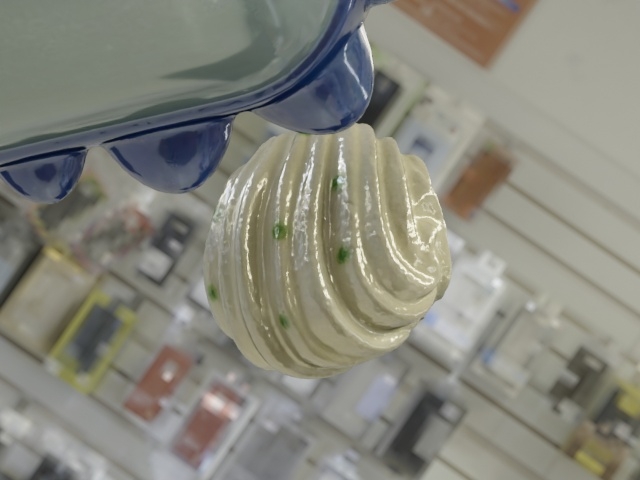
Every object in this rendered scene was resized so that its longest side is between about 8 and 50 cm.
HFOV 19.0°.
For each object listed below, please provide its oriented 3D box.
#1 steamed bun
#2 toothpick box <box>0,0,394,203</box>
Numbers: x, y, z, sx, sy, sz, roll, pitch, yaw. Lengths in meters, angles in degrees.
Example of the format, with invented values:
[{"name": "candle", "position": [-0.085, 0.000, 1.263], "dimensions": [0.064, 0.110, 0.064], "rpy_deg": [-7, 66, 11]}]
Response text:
[{"name": "steamed bun", "position": [0.000, 0.000, 1.282], "dimensions": [0.183, 0.183, 0.106], "rpy_deg": [34, -6, 29]}, {"name": "toothpick box", "position": [-0.126, -0.136, 0.736], "dimensions": [0.263, 0.354, 0.263], "rpy_deg": [-12, 90, -78]}]
